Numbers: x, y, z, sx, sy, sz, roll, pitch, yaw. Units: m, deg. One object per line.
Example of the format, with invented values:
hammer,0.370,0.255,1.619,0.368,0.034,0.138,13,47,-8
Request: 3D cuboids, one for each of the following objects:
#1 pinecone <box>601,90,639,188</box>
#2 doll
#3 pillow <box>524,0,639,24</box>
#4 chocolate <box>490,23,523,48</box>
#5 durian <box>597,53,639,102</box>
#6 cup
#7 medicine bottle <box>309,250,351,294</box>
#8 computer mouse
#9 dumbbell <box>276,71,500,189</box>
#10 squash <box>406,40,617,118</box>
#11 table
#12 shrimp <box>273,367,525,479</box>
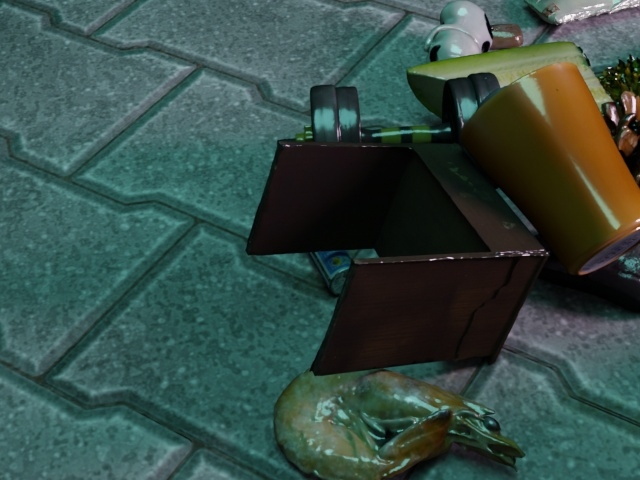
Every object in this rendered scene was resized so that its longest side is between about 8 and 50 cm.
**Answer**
pinecone,0.476,-0.118,1.558,0.195,0.150,0.179,35,100,19
doll,0.238,-0.335,1.840,0.107,0.110,0.180,19,48,9
pillow,0.504,-0.453,1.983,0.229,0.051,0.128,-16,38,-14
chocolate,0.320,-0.378,1.935,0.101,0.031,0.064,-2,40,5
durian,0.619,-0.279,1.780,0.352,0.158,0.169,-28,14,-23
cup,0.312,-0.086,1.408,0.182,0.226,0.264,-24,71,-14
medicine bottle,0.000,0.000,1.555,0.051,0.051,0.191,-17,46,-13
computer mouse,0.401,0.027,1.482,0.217,0.073,0.122,19,49,24
dumbbell,0.128,-0.155,1.610,0.388,0.185,0.185,-4,44,0
squash,0.303,-0.207,1.700,0.289,0.111,0.203,-12,49,-6
table,0.089,0.018,1.367,0.282,0.196,0.250,-3,41,-29
shrimp,0.089,0.239,1.297,0.317,0.077,0.168,12,56,22
